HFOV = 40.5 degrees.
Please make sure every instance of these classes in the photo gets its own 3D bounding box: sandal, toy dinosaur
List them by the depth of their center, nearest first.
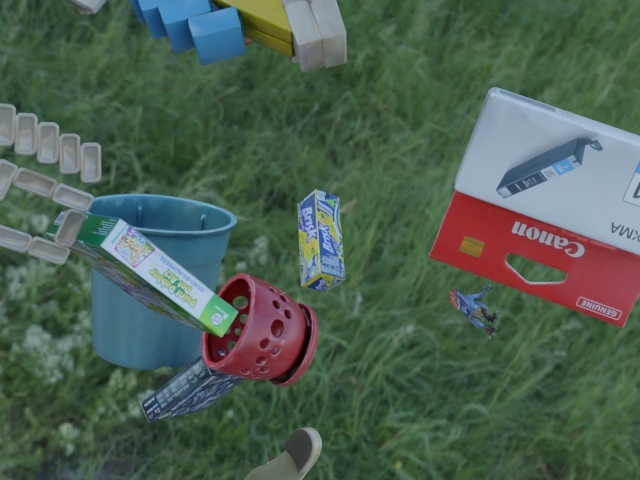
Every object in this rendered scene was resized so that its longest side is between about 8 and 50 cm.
[{"bbox_3d":[0.178,0.086,1.047,0.082,0.090,0.047,31,60,-16],"label":"toy dinosaur"},{"bbox_3d":[-0.054,0.413,1.525,0.079,0.240,0.088,6,41,-45],"label":"sandal"}]

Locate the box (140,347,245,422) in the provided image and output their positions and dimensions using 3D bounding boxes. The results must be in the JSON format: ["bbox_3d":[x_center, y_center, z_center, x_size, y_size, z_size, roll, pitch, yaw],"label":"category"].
[{"bbox_3d":[-0.247,0.303,1.838,0.175,0.220,0.051,-2,58,-54],"label":"box"}]

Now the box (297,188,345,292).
[{"bbox_3d":[0.000,0.000,1.494,0.054,0.059,0.169,19,53,-31],"label":"box"}]

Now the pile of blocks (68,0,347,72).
[{"bbox_3d":[-0.137,-0.222,0.787,0.362,0.112,0.149,32,73,16],"label":"pile of blocks"}]

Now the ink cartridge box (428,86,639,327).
[{"bbox_3d":[0.320,-0.032,1.151,0.296,0.261,0.066,20,22,5],"label":"ink cartridge box"}]

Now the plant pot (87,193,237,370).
[{"bbox_3d":[-0.378,0.093,1.968,0.341,0.334,0.341,8,15,-2],"label":"plant pot"}]

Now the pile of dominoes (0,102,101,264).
[{"bbox_3d":[-0.440,-0.093,1.220,0.251,0.196,0.040,23,10,-33],"label":"pile of dominoes"}]

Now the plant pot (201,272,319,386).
[{"bbox_3d":[-0.108,0.176,1.657,0.174,0.191,0.191,22,27,-27],"label":"plant pot"}]

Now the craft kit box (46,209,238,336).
[{"bbox_3d":[-0.284,0.049,1.371,0.247,0.061,0.250,39,-17,-30],"label":"craft kit box"}]
